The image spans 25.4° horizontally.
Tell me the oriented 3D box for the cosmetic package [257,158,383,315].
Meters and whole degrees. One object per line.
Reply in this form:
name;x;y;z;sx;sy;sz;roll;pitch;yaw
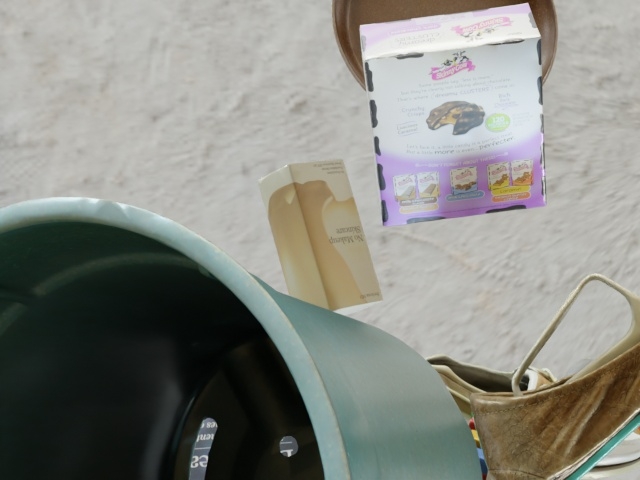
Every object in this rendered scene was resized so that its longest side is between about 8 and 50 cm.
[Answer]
cosmetic package;0.000;0.000;1.058;0.041;0.060;0.115;-25;80;46

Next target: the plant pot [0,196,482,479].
plant pot;-0.071;0.162;0.870;0.341;0.334;0.341;-3;84;24

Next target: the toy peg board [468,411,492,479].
toy peg board;0.176;0.264;1.551;0.079;0.161;0.161;17;113;22

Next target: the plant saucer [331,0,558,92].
plant saucer;0.161;-0.286;1.884;0.311;0.050;0.310;3;76;-13

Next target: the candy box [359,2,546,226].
candy box;0.129;-0.119;1.367;0.165;0.070;0.196;-7;127;2

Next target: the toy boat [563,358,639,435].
toy boat;0.295;0.269;1.370;0.148;0.267;0.318;15;114;33

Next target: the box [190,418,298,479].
box;-0.149;0.366;1.477;0.294;0.212;0.395;-3;60;-5

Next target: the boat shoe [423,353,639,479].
boat shoe;0.247;0.205;1.667;0.302;0.113;0.103;8;107;-9

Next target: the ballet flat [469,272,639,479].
ballet flat;0.256;0.064;1.068;0.342;0.116;0.124;-36;80;9
